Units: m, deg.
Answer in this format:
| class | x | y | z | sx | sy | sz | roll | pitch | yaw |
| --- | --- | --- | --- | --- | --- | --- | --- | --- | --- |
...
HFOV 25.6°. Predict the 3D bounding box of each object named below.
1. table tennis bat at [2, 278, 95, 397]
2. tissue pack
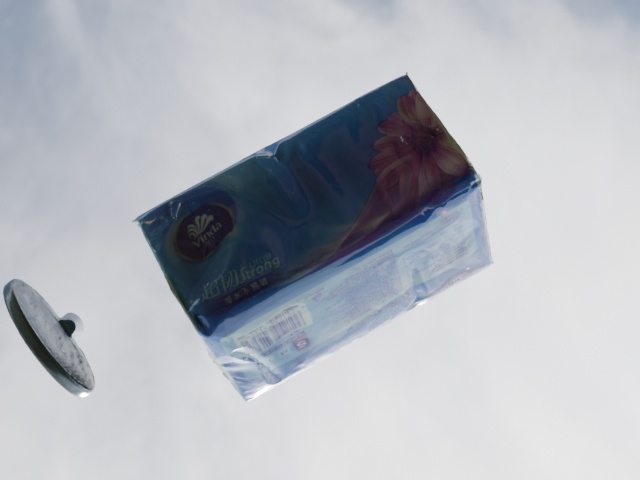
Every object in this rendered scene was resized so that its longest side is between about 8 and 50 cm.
| class | x | y | z | sx | sy | sz | roll | pitch | yaw |
| --- | --- | --- | --- | --- | --- | --- | --- | --- | --- |
| table tennis bat | -0.196 | 0.069 | 1.039 | 0.019 | 0.155 | 0.100 | -36 | -87 | 1 |
| tissue pack | 0.000 | 0.000 | 1.219 | 0.263 | 0.198 | 0.146 | -30 | -116 | -4 |
